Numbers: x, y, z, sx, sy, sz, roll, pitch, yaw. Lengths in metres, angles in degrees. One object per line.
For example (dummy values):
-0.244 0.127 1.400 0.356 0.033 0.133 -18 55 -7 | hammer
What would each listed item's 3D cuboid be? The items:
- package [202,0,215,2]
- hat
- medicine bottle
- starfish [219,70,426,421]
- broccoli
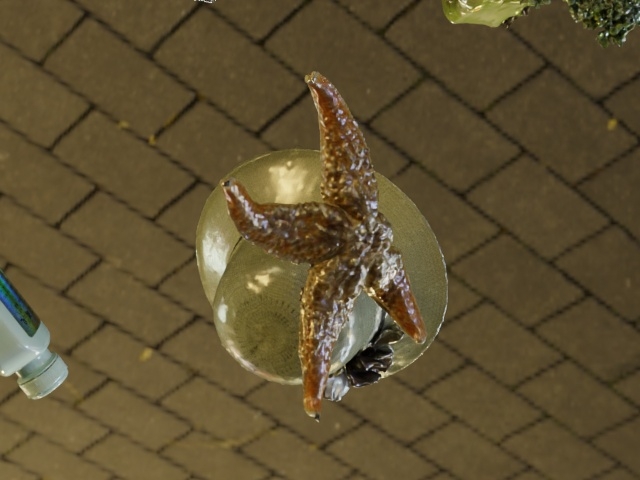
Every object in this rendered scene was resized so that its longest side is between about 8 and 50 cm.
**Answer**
-0.237 -0.368 1.715 0.173 0.171 0.027 -7 140 -50 | package
-0.024 0.055 1.214 0.257 0.130 0.257 11 120 19 | hat
-0.427 0.106 1.765 0.083 0.121 0.229 -34 106 3 | medicine bottle
-0.002 0.001 1.040 0.050 0.138 0.247 2 117 59 | starfish
0.236 -0.352 1.510 0.221 0.361 0.252 -26 109 -18 | broccoli
